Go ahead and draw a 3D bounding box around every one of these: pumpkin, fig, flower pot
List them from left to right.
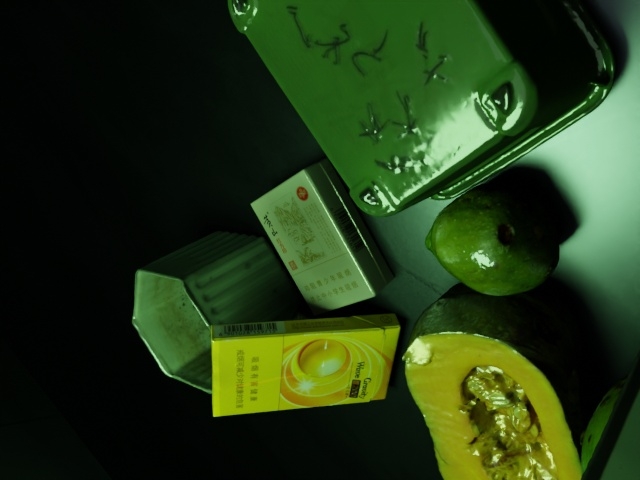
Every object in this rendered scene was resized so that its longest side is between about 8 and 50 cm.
[{"bbox_3d":[-0.177,0.114,0.874,0.239,0.189,0.210,6,115,38],"label":"flower pot"},{"bbox_3d":[0.173,0.005,0.573,0.156,0.123,0.123,-24,97,54],"label":"fig"},{"bbox_3d":[0.214,0.203,0.640,0.221,0.139,0.317,-11,109,40],"label":"pumpkin"}]

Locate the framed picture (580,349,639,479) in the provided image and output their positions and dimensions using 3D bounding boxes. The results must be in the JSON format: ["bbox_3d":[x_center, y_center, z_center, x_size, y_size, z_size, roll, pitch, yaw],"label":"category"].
[{"bbox_3d":[0.354,0.135,0.363,0.244,0.324,0.013,30,153,24],"label":"framed picture"}]

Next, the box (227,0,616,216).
[{"bbox_3d":[0.079,-0.196,0.493,0.329,0.177,0.252,54,134,1],"label":"box"}]

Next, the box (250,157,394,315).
[{"bbox_3d":[0.000,0.000,0.755,0.141,0.058,0.201,-27,96,45],"label":"box"}]

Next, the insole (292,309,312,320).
[{"bbox_3d":[-0.001,0.178,0.894,0.253,0.005,0.086,27,129,26],"label":"insole"}]

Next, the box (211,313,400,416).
[{"bbox_3d":[-0.023,0.184,0.758,0.043,0.269,0.153,-110,22,-56],"label":"box"}]

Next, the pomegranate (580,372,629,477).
[{"bbox_3d":[0.349,0.209,0.430,0.263,0.211,0.211,11,121,52],"label":"pomegranate"}]
